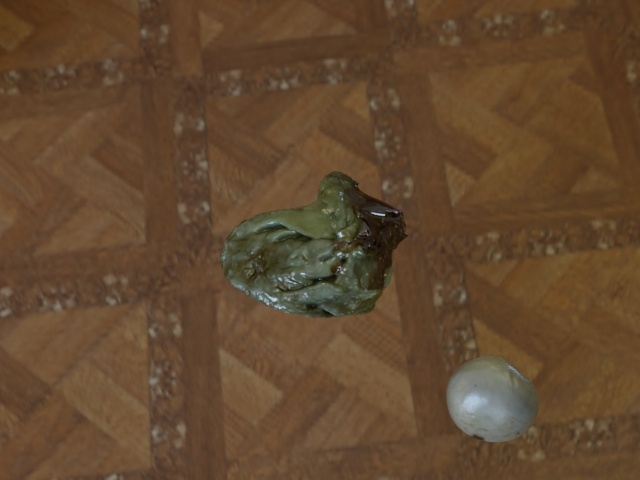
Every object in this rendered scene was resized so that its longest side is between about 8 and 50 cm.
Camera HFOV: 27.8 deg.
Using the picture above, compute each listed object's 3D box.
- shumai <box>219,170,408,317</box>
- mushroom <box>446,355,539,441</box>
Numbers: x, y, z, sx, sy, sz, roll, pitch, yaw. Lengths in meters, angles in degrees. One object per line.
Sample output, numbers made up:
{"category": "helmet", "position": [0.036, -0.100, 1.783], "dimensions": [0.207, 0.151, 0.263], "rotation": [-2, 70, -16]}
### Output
{"category": "shumai", "position": [-0.006, -0.002, 1.335], "dimensions": [0.184, 0.184, 0.142], "rotation": [20, 100, 16]}
{"category": "mushroom", "position": [0.158, 0.138, 1.176], "dimensions": [0.085, 0.085, 0.079], "rotation": [10, 28, 10]}
